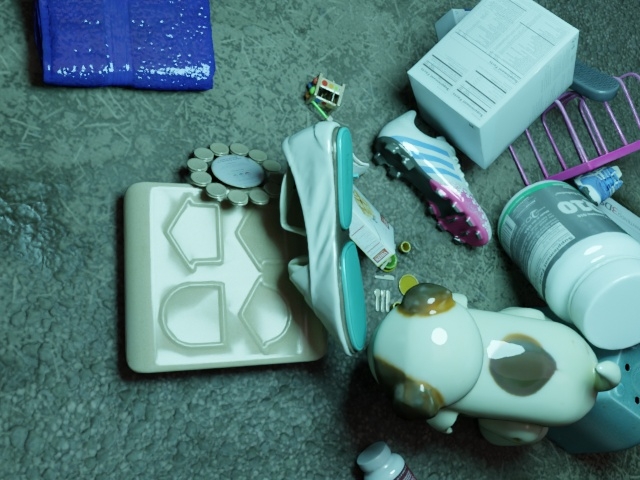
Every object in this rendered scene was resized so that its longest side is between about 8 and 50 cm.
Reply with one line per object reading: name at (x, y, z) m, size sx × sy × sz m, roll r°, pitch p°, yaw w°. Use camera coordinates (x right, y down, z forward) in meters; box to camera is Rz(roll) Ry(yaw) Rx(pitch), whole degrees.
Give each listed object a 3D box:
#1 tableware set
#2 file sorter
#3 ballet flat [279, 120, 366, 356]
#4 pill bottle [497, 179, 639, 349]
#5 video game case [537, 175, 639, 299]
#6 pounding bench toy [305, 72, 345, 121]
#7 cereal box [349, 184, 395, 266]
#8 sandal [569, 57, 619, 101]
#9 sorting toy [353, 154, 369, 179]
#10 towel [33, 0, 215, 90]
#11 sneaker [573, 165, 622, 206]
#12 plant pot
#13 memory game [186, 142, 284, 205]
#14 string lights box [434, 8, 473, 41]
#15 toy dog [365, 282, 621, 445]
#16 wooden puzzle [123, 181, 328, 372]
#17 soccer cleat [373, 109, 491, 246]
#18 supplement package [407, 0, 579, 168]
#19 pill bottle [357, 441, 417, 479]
tableware set at (0.162, 0.077, 1.338) m, size 0.104 × 0.024 × 0.154 m, roll 9°, pitch 75°, yaw -23°
file sorter at (0.608, -0.255, 1.513) m, size 0.291 × 0.202 × 0.182 m, roll -21°, pitch 87°, yaw -27°
ballet flat at (0.000, 0.000, 1.122) m, size 0.139 × 0.139 × 0.400 m, roll -10°, pitch 100°, yaw -26°
pill bottle at (0.516, 0.040, 1.303) m, size 0.204 × 0.361 × 0.204 m, roll -5°, pitch 121°, yaw -8°
video game case at (0.682, 0.054, 1.572) m, size 0.300 × 0.036 × 0.329 m, roll 29°, pitch 69°, yaw -16°
pounding bench toy at (0.002, -0.286, 1.325) m, size 0.065 × 0.052 × 0.083 m, roll 21°, pitch 71°, yaw -19°
cereal box at (0.048, -0.072, 1.245) m, size 0.047 × 0.173 × 0.240 m, roll -42°, pitch 100°, yaw 16°
sandal at (0.537, -0.366, 1.440) m, size 0.097 × 0.054 × 0.254 m, roll -23°, pitch 49°, yaw -16°
sorting toy at (0.062, -0.156, 1.312) m, size 0.083 × 0.075 × 0.045 m, roll 38°, pitch 66°, yaw -13°
towel at (-0.351, -0.382, 1.180) m, size 0.308 × 0.076 × 0.227 m, roll -4°, pitch 88°, yaw -26°
sneaker at (0.630, -0.131, 1.475) m, size 0.080 × 0.081 × 0.211 m, roll 58°, pitch 31°, yaw -2°
plant pot at (0.567, 0.286, 1.352) m, size 0.247 × 0.252 × 0.247 m, roll 35°, pitch 67°, yaw -14°
memory game at (-0.151, -0.123, 1.189) m, size 0.186 × 0.012 × 0.186 m, roll 11°, pitch 40°, yaw -10°
string lights box at (0.408, -0.467, 1.535) m, size 0.260 × 0.077 × 0.133 m, roll -9°, pitch 83°, yaw -26°
toy dog at (0.268, 0.232, 1.163) m, size 0.408 × 0.395 × 0.284 m, roll 17°, pitch 85°, yaw -27°
wooden puzzle at (-0.170, 0.063, 1.165) m, size 0.348 × 0.080 × 0.322 m, roll 0°, pitch 79°, yaw -20°
soccer cleat at (0.262, -0.135, 1.376) m, size 0.331 × 0.116 × 0.143 m, roll 45°, pitch 66°, yaw -10°
supplement package at (0.350, -0.330, 1.328) m, size 0.263 × 0.199 × 0.198 m, roll -44°, pitch 66°, yaw -1°
pill bottle at (0.136, 0.455, 1.211) m, size 0.086 × 0.086 × 0.152 m, roll -36°, pitch 95°, yaw -26°
